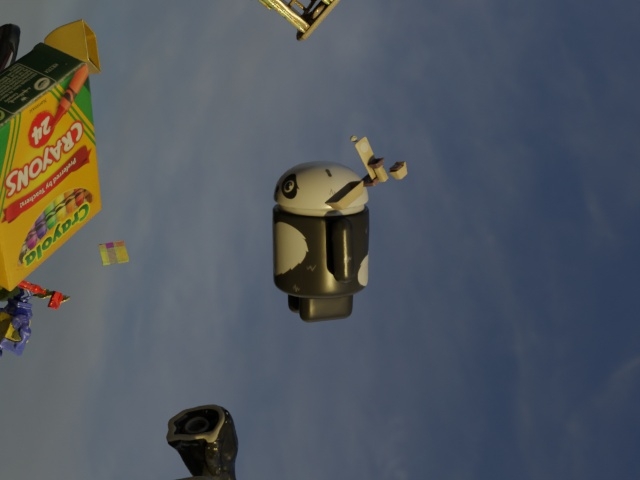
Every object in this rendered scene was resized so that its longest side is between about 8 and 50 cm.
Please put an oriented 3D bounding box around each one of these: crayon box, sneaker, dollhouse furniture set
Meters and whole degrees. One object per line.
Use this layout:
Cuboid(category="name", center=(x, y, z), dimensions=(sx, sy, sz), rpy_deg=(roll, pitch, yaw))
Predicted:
Cuboid(category="crayon box", center=(-0.393, -0.077, 1.291), dimensions=(0.202, 0.081, 0.318), rpy_deg=(-52, 159, -39))
Cuboid(category="sneaker", center=(-0.721, -0.353, 1.904), dimensions=(0.281, 0.162, 0.106), rpy_deg=(-35, -131, 39))
Cuboid(category="dollhouse furniture set", center=(0.055, -0.106, 1.444), dimensions=(0.091, 0.114, 0.081), rpy_deg=(0, -57, 50))
Cuboid(category="dollhouse furniture set", center=(-0.076, -0.428, 1.533), dimensions=(0.101, 0.182, 0.161), rpy_deg=(-47, -155, 14))

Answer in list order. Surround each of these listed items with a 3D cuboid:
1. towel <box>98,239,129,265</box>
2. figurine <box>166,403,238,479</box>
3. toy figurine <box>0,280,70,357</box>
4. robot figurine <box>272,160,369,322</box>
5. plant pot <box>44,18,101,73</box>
Cuboid(category="towel", center=(-0.543, 0.033, 2.520), dimensions=(0.009, 0.083, 0.060), rpy_deg=(-19, -95, 45))
Cuboid(category="figurine", center=(-0.142, 0.371, 1.304), dimensions=(0.215, 0.092, 0.209), rpy_deg=(-89, 164, -57))
Cuboid(category="toy figurine", center=(-0.799, 0.192, 2.371), dimensions=(0.362, 0.191, 0.217), rpy_deg=(8, -103, 48))
Cuboid(category="robot figurine", center=(-0.003, 0.000, 1.677), dimensions=(0.209, 0.173, 0.278), rpy_deg=(8, -74, 28))
Cuboid(category="plant pot", center=(-0.461, -0.351, 1.767), dimensions=(0.081, 0.083, 0.081), rpy_deg=(66, 14, -81))
